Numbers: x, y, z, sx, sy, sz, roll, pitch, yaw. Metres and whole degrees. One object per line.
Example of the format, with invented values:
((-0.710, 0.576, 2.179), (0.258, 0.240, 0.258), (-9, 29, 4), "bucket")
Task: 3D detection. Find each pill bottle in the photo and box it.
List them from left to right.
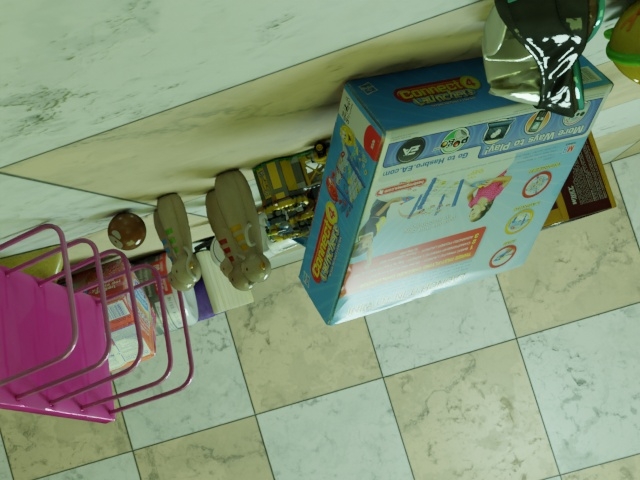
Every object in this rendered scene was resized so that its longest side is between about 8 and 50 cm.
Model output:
((-0.407, 0.134, 1.828), (0.283, 0.161, 0.161), (-17, 175, 0), "pill bottle")

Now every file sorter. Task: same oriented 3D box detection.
((-0.331, 0.121, 1.253), (0.182, 0.202, 0.290), (-21, 156, 19), "file sorter")

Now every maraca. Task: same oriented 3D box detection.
((0.357, -0.213, 0.924), (0.127, 0.099, 0.186), (-10, -158, 12), "maraca")

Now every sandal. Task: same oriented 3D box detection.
((-0.196, 0.011, 1.883), (0.067, 0.040, 0.179), (-19, 175, 30), "sandal")

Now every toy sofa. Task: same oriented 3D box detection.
((-0.343, 0.134, 2.135), (0.177, 0.150, 0.362), (-14, 175, -44), "toy sofa")

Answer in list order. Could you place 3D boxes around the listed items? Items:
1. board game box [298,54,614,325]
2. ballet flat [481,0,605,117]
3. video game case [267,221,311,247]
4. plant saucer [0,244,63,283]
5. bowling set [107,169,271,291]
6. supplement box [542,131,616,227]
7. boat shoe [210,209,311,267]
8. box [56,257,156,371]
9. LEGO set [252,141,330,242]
((0.147, -0.063, 1.042), (0.308, 0.086, 0.302), (-14, 142, -26), "board game box")
((0.194, -0.179, 0.807), (0.096, 0.095, 0.280), (-8, 167, 12), "ballet flat")
((0.000, 0.000, 1.504), (0.119, 0.015, 0.166), (10, -169, -36), "video game case")
((-0.573, 0.109, 1.437), (0.332, 0.081, 0.333), (-16, 175, -21), "plant saucer")
((-0.188, 0.018, 1.275), (0.199, 0.154, 0.287), (-16, 175, -10), "bowling set")
((0.344, -0.114, 1.422), (0.129, 0.192, 0.194), (-21, 174, 42), "supplement box")
((-0.071, -0.023, 1.614), (0.267, 0.096, 0.088), (-17, 172, -14), "boat shoe")
((-0.469, 0.170, 1.661), (0.299, 0.154, 0.142), (-20, -148, 3), "box")
((0.045, -0.031, 1.311), (0.254, 0.192, 0.331), (-17, 175, -1), "LEGO set")
